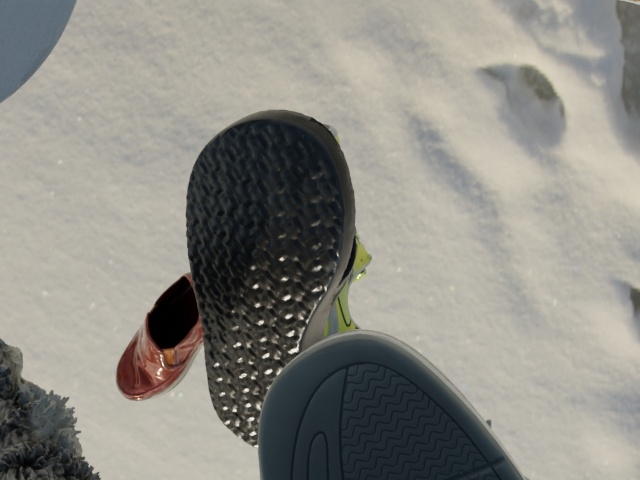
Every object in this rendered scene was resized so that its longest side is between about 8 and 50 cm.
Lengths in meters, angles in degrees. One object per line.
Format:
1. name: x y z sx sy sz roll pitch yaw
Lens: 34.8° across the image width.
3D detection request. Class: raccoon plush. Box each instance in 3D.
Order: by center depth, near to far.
1. raccoon plush: -0.301 0.227 0.886 0.299 0.216 0.446 51 175 13

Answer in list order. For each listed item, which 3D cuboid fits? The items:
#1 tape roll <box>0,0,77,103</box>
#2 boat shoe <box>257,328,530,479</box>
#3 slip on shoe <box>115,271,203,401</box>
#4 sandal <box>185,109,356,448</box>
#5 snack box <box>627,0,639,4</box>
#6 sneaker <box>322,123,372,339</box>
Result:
1. tape roll: -0.387 -0.272 0.837 0.392 0.072 0.391 -4 105 -14
2. boat shoe: 0.071 0.178 0.495 0.118 0.103 0.320 -32 102 5
3. slip on shoe: -0.235 0.142 1.566 0.331 0.101 0.123 -43 62 36
4. sandal: -0.042 0.038 1.007 0.168 0.107 0.445 27 138 18
5. snack box: 0.249 -0.376 1.156 0.322 0.060 0.187 16 157 11
6. sneaker: 0.000 0.000 1.584 0.147 0.384 0.145 13 157 -14
